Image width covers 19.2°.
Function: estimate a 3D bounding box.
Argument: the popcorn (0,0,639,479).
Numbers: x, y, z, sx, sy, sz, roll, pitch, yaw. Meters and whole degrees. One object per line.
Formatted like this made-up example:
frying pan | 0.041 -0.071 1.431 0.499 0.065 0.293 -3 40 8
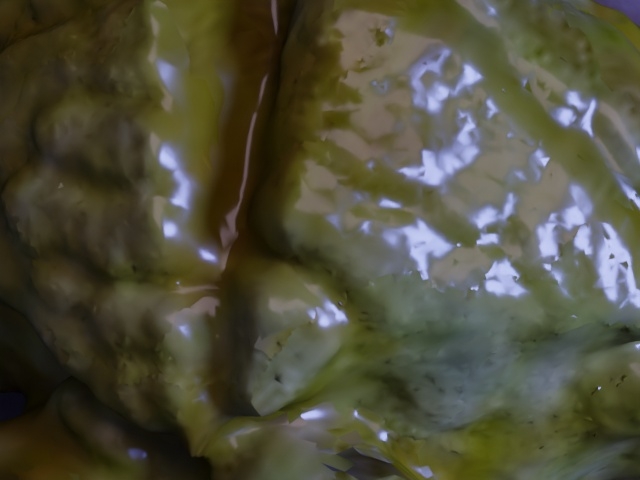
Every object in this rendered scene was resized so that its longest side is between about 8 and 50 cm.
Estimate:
popcorn | 0.000 0.000 0.604 0.270 0.224 0.258 -21 77 -28
